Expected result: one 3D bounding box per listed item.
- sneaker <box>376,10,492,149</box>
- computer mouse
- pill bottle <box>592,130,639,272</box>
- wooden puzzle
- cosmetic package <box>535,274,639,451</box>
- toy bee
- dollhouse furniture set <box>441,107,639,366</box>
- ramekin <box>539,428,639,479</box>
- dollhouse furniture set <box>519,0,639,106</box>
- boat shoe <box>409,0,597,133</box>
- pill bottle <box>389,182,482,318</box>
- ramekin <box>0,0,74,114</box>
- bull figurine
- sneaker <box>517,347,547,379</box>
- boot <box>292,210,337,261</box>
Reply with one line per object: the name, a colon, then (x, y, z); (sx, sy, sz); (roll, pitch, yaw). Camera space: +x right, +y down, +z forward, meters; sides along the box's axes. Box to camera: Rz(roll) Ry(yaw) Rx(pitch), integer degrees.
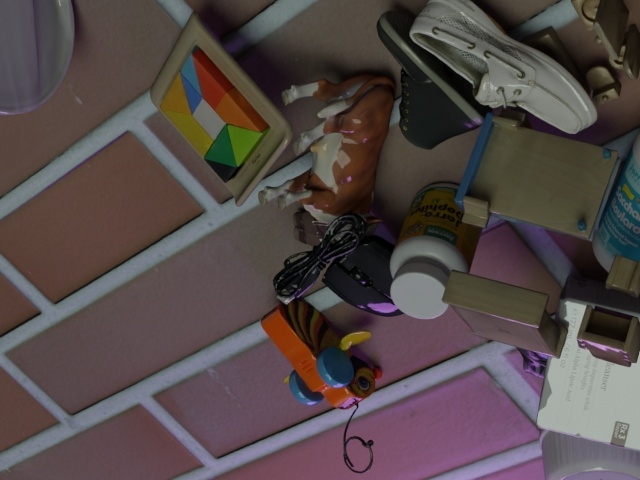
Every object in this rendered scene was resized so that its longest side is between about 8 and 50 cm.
sneaker: (0.129, -0.215, 1.771); (0.118, 0.083, 0.222); (-31, 118, 32)
computer mouse: (0.077, 0.064, 1.947); (0.272, 0.072, 0.188); (19, 128, -42)
pill bottle: (0.479, -0.068, 1.729); (0.146, 0.146, 0.264); (18, 131, 6)
wooden puzzle: (-0.156, -0.185, 1.855); (0.238, 0.044, 0.221); (52, 145, 7)
cosmetic package: (0.531, 0.203, 1.879); (0.385, 0.156, 0.217); (11, 105, 13)
toy bee: (0.022, 0.229, 2.158); (0.195, 0.162, 0.298); (-10, 98, 37)
dollhouse furniture set: (0.343, -0.002, 1.758); (0.286, 0.303, 0.198); (15, 169, 23)
ramekin: (0.463, 0.367, 2.074); (0.207, 0.109, 0.207); (5, 144, 4)
dollhouse furniture set: (0.339, -0.229, 1.666); (0.151, 0.123, 0.144); (-21, 117, 33)
boat shoe: (0.239, -0.218, 1.695); (0.277, 0.096, 0.098); (36, 159, 7)
pill bottle: (0.168, 0.017, 1.871); (0.118, 0.208, 0.117); (11, 130, 13)
ramekin: (-0.493, -0.314, 1.829); (0.127, 0.273, 0.273); (3, 129, 34)
bull figurine: (0.020, -0.109, 1.874); (0.188, 0.101, 0.310); (-9, 128, -29)
sneaker: (0.374, 0.199, 2.047); (0.188, 0.067, 0.078); (47, 149, -20)
boot: (0.000, 0.000, 2.038); (0.087, 0.042, 0.118); (10, 129, 21)
